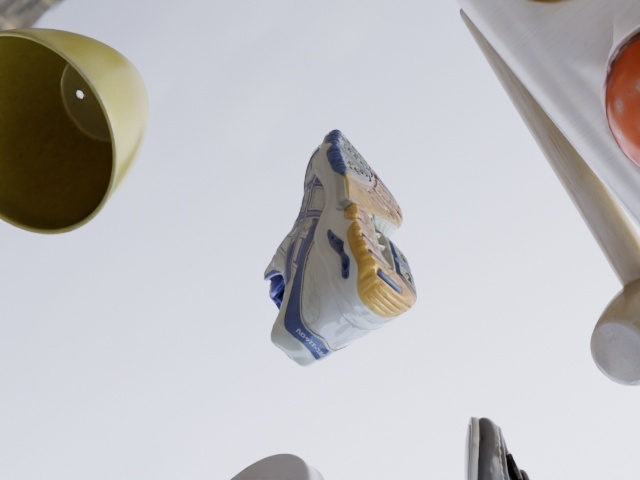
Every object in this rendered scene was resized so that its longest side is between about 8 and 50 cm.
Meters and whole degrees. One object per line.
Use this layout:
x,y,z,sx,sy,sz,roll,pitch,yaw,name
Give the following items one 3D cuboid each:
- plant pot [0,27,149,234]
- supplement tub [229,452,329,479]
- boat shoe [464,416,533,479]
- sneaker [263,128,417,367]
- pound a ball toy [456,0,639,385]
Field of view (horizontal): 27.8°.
-0.166,-0.083,0.852,0.134,0.134,0.095,-26,-172,33,plant pot
0.014,0.348,1.214,0.191,0.272,0.191,-37,-157,18,supplement tub
0.209,0.322,1.417,0.096,0.335,0.112,-3,-146,5,boat shoe
0.000,0.000,1.177,0.131,0.112,0.296,-38,-160,17,sneaker
0.088,-0.091,0.470,0.136,0.319,0.208,-39,-179,-41,pound a ball toy
